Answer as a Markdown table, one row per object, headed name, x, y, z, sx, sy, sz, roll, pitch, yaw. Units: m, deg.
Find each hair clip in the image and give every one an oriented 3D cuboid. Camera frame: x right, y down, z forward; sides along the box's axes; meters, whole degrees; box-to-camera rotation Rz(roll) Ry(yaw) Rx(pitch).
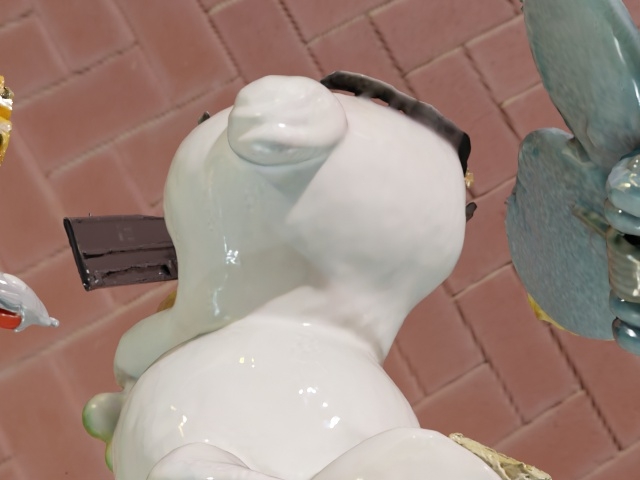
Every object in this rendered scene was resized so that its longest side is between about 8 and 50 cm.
| name | x | y | z | sx | sy | sz | roll | pitch | yaw |
| --- | --- | --- | --- | --- | --- | --- | --- | --- | --- |
| hair clip | 0.258 | -0.012 | 0.699 | 0.238 | 0.392 | 0.318 | -12 | 126 | -1 |

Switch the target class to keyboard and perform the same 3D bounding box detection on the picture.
| name | x | y | z | sx | sy | sz | roll | pitch | yaw |
| --- | --- | --- | --- | --- | --- | --- | --- | --- | --- |
| keyboard | -0.216 | 0.009 | 1.420 | 0.017 | 0.250 | 0.087 | -21 | 86 | 18 |

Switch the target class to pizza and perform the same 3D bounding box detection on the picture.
| name | x | y | z | sx | sy | sz | roll | pitch | yaw |
| --- | --- | --- | --- | --- | --- | --- | --- | --- | --- |
| pizza | 0.270 | 0.396 | 1.907 | 0.034 | 0.262 | 0.181 | -10 | 98 | -33 |

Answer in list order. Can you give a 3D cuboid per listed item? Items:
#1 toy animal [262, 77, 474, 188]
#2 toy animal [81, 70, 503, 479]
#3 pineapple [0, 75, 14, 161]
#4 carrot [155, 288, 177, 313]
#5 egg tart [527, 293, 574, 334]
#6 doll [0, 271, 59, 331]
| name | x | y | z | sx | sy | sz | roll | pitch | yaw |
| --- | --- | --- | --- | --- | --- | --- | --- | --- | --- |
| toy animal | 0.049 | -0.122 | 1.457 | 0.275 | 0.149 | 0.054 | 29 | 117 | 14 |
| toy animal | -0.014 | 0.067 | 0.650 | 0.183 | 0.247 | 0.310 | 19 | 54 | -10 |
| pineapple | -0.341 | -0.060 | 1.020 | 0.164 | 0.140 | 0.250 | 32 | 67 | -32 |
| carrot | -0.171 | 0.096 | 1.728 | 0.082 | 0.173 | 0.082 | 5 | 76 | -21 |
| egg tart | 0.412 | 0.013 | 1.645 | 0.315 | 0.315 | 0.120 | -57 | 135 | -15 |
| doll | -0.474 | 0.081 | 1.830 | 0.227 | 0.102 | 0.075 | 28 | 74 | -34 |
